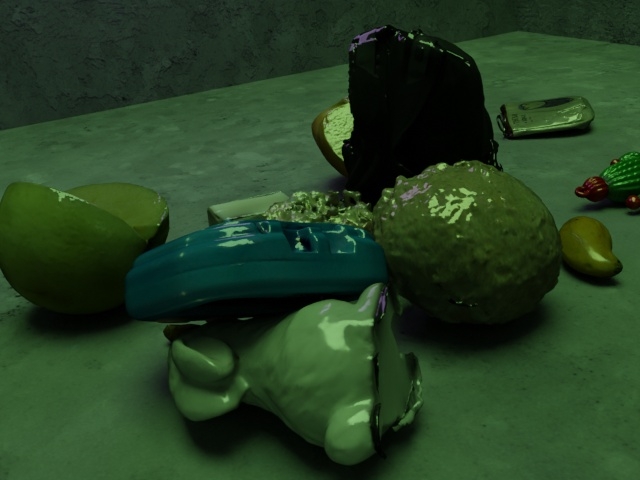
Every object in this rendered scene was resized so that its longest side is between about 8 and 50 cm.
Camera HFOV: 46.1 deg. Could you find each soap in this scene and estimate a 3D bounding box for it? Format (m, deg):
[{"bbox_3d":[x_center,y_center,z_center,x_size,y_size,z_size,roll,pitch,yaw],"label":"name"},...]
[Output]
[{"bbox_3d":[-0.144,-0.051,1.638,0.183,0.064,0.121,-13,24,-19],"label":"soap"}]

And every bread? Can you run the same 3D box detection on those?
[{"bbox_3d":[0.000,0.000,1.393,0.273,0.149,0.274,-9,19,3],"label":"bread"}]

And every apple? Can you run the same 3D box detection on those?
[{"bbox_3d":[0.152,-0.242,1.794,0.308,0.252,0.314,-20,23,-4],"label":"apple"},{"bbox_3d":[-0.418,0.015,1.338,0.257,0.234,0.295,15,10,10],"label":"apple"}]

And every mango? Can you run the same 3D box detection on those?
[{"bbox_3d":[0.483,0.012,1.364,0.098,0.075,0.190,-8,30,7],"label":"mango"}]

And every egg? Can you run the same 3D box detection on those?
[{"bbox_3d":[0.234,0.007,1.190,0.310,0.279,0.279,19,18,-17],"label":"egg"}]

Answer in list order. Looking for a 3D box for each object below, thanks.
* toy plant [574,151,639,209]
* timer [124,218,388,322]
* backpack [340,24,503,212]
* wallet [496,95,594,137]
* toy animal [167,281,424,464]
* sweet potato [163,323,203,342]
[{"bbox_3d":[0.671,-0.121,1.613,0.240,0.088,0.154,-32,49,-33],"label":"toy plant"},{"bbox_3d":[-0.091,0.050,1.083,0.339,0.115,0.309,2,-13,-40],"label":"timer"},{"bbox_3d":[0.182,-0.198,1.444,0.254,0.446,0.363,-32,34,-34],"label":"backpack"},{"bbox_3d":[0.653,-0.373,2.205,0.274,0.068,0.335,-2,22,12],"label":"wallet"},{"bbox_3d":[-0.058,0.174,0.983,0.357,0.194,0.258,-6,18,23],"label":"toy animal"},{"bbox_3d":[-0.151,0.156,1.177,0.232,0.062,0.081,-1,1,16],"label":"sweet potato"}]
